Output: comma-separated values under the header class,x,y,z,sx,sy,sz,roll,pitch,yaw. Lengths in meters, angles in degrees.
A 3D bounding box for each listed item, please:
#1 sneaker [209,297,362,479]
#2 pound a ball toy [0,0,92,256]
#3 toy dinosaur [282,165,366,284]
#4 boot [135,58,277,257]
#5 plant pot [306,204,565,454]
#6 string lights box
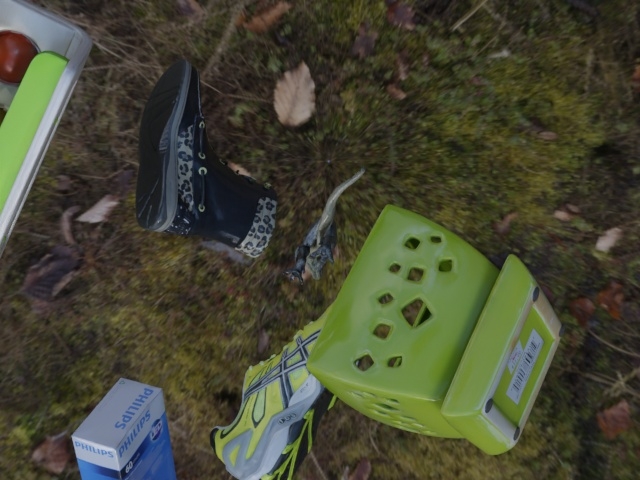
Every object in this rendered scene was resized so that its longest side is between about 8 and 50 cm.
class,x,y,z,sx,sy,sz,roll,pitch,yaw
sneaker,-0.041,0.218,1.511,0.147,0.145,0.384,27,72,22
pound a ball toy,-0.359,-0.135,0.891,0.208,0.136,0.319,24,116,-15
toy dinosaur,0.000,0.000,1.441,0.064,0.268,0.118,25,53,-2
boot,-0.142,-0.101,1.202,0.178,0.085,0.236,21,61,-37
plant pot,0.153,0.120,1.103,0.207,0.227,0.228,17,74,33
string lights box,-0.283,0.351,1.387,0.077,0.133,0.259,11,125,19
